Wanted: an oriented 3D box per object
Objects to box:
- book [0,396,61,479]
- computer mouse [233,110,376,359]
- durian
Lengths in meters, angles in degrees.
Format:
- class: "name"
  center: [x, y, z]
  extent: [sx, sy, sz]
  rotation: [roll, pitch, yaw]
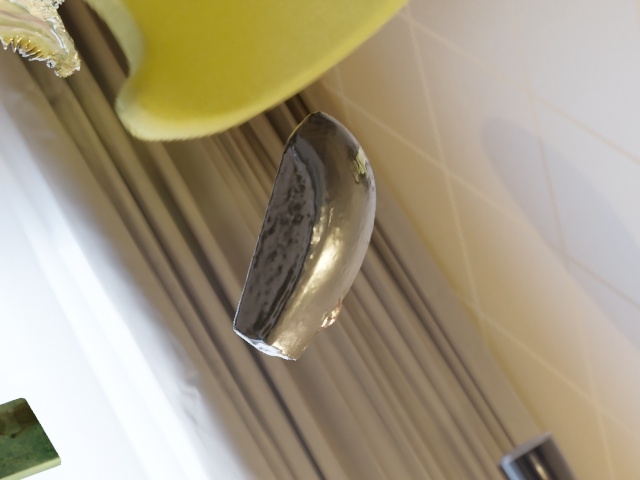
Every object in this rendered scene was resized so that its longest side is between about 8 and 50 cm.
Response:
- class: "book"
  center: [-0.335, 0.204, 0.946]
  extent: [0.135, 0.103, 0.017]
  rotation: [-17, 132, -31]
- class: "computer mouse"
  center: [0.000, 0.000, 1.068]
  extent: [0.170, 0.100, 0.269]
  rotation: [13, 93, -72]
- class: "durian"
  center: [-0.335, -0.278, 0.979]
  extent: [0.167, 0.172, 0.306]
  rotation: [2, 156, 11]
